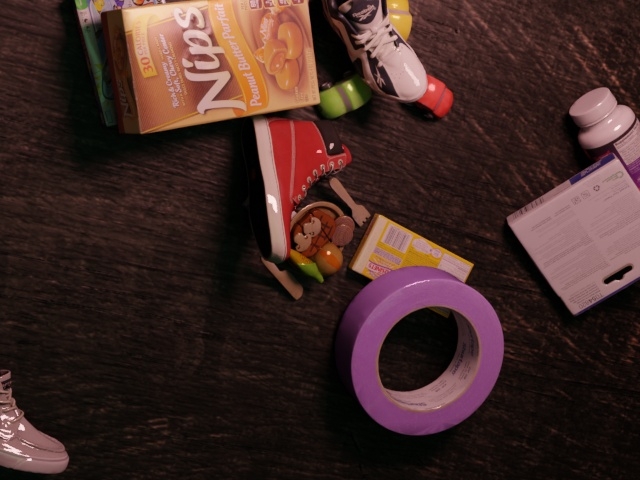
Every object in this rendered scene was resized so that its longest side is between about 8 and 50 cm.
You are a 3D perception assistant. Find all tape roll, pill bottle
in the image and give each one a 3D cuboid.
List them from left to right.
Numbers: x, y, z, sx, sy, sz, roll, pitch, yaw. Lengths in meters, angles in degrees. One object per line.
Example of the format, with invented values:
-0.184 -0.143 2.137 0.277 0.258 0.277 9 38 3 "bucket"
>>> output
0.167 0.185 2.026 0.275 0.090 0.275 -4 105 -17 "tape roll"
0.522 -0.170 2.121 0.108 0.108 0.193 -41 109 -11 "pill bottle"

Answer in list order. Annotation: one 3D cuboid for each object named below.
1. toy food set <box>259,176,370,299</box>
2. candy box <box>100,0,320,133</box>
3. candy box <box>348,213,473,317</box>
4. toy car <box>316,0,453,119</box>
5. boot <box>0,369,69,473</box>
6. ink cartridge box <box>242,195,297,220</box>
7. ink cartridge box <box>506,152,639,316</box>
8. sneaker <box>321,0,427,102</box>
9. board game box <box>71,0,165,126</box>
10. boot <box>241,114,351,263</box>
0.000 0.000 1.962 0.192 0.038 0.132 -49 128 -9 "toy food set"
-0.161 -0.274 1.820 0.316 0.087 0.183 -14 102 -32 "candy box"
0.156 0.044 2.051 0.206 0.027 0.105 27 91 -23 "candy box"
0.096 -0.267 1.970 0.225 0.053 0.239 -32 107 -14 "toy car"
-0.481 0.256 1.795 0.258 0.095 0.123 23 96 -22 "boot"
-0.080 -0.048 1.946 0.083 0.028 0.048 42 82 -21 "ink cartridge box"
0.479 -0.008 2.114 0.223 0.045 0.224 -32 109 14 "ink cartridge box"
0.080 -0.322 1.856 0.094 0.153 0.235 -30 80 2 "sneaker"
-0.289 -0.286 1.827 0.136 0.035 0.201 -17 104 -18 "board game box"
-0.024 -0.082 1.901 0.176 0.088 0.244 2 72 -24 "boot"
